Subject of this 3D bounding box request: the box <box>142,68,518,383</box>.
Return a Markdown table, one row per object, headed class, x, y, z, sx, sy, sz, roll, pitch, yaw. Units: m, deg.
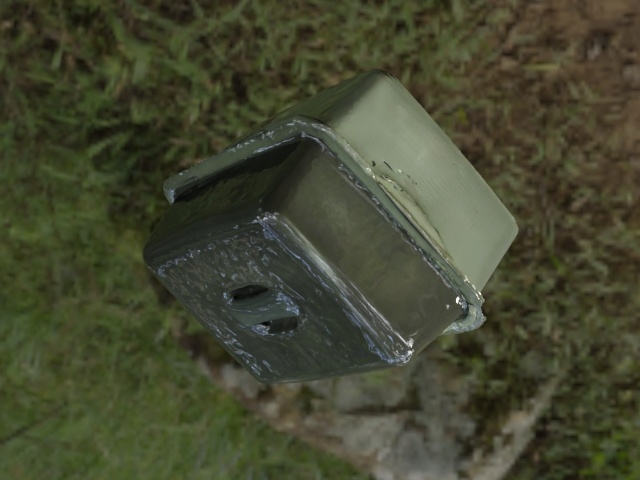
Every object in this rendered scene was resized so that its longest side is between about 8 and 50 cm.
| class | x | y | z | sx | sy | sz | roll | pitch | yaw |
| --- | --- | --- | --- | --- | --- | --- | --- | --- | --- |
| box | 0.000 | 0.000 | 1.115 | 0.220 | 0.166 | 0.290 | 47 | 152 | -14 |
